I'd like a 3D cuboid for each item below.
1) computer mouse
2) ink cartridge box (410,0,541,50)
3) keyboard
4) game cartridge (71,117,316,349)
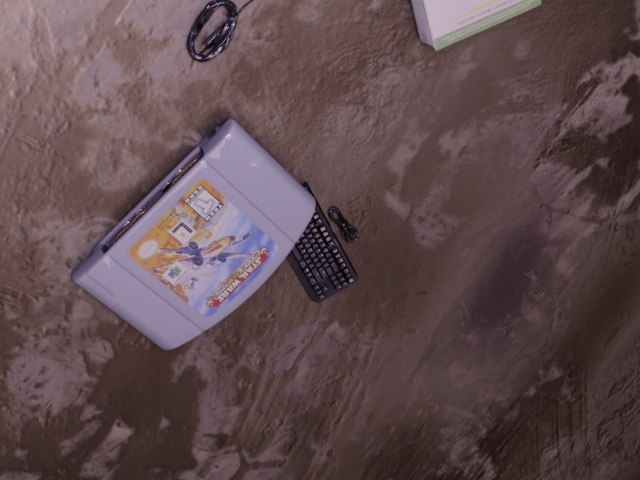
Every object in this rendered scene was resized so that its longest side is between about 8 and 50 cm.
[{"bbox_3d":[-0.071,-0.310,1.325,0.242,0.041,0.071,-37,114,4],"label":"computer mouse"},{"bbox_3d":[0.187,-0.390,1.386,0.171,0.056,0.235,-25,123,-11],"label":"ink cartridge box"},{"bbox_3d":[0.000,0.000,1.509,0.108,0.023,0.180,-33,123,-6],"label":"keyboard"},{"bbox_3d":[-0.156,0.004,1.412,0.297,0.062,0.198,-44,117,5],"label":"game cartridge"}]
